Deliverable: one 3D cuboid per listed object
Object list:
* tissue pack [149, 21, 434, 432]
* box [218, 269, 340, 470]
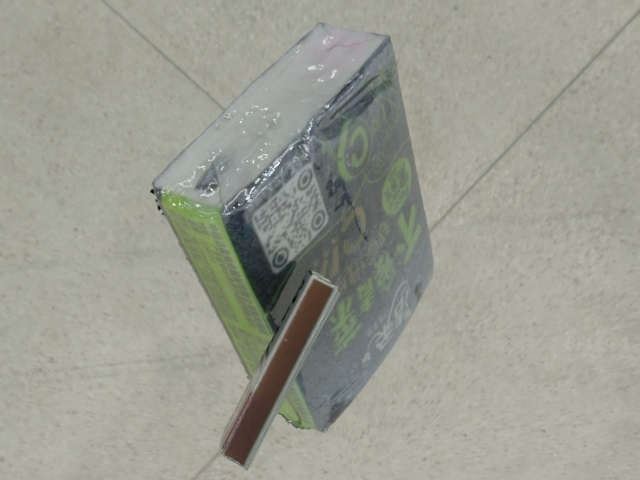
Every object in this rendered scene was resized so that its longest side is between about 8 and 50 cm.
[{"bbox_3d":[0.000,0.000,0.949,0.124,0.394,0.288,22,58,32],"label":"tissue pack"},{"bbox_3d":[-0.036,0.113,0.774,0.035,0.115,0.178,27,90,-3],"label":"box"}]
